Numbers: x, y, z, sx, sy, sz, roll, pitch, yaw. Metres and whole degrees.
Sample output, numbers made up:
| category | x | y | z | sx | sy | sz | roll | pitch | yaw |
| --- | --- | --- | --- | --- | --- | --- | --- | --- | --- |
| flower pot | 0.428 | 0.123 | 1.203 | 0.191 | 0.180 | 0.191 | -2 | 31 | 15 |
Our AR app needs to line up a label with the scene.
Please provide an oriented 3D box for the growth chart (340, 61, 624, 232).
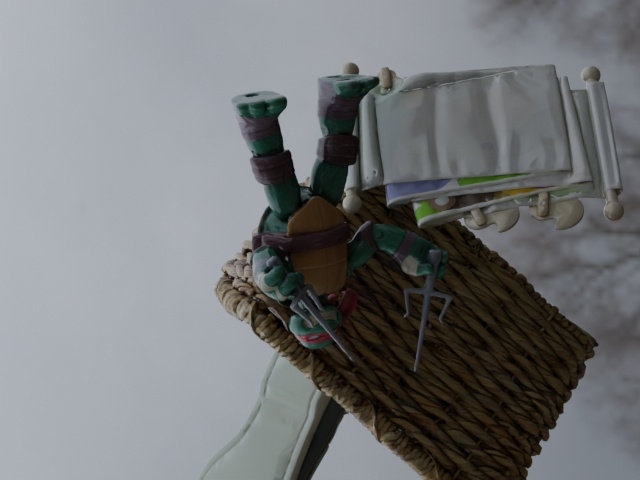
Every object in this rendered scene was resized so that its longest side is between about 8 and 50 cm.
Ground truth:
| category | x | y | z | sx | sy | sz | roll | pitch | yaw |
| --- | --- | --- | --- | --- | --- | --- | --- | --- | --- |
| growth chart | 0.126 | -0.077 | 1.553 | 0.021 | 0.237 | 0.172 | 75 | -162 | -57 |

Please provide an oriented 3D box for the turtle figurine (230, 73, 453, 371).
| category | x | y | z | sx | sy | sz | roll | pitch | yaw |
| --- | --- | --- | --- | --- | --- | --- | --- | --- | --- |
| turtle figurine | 0.000 | 0.000 | 1.426 | 0.175 | 0.118 | 0.234 | -22 | -71 | -45 |

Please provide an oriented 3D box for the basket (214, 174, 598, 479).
| category | x | y | z | sx | sy | sz | roll | pitch | yaw |
| --- | --- | --- | --- | --- | --- | --- | --- | --- | --- |
| basket | 0.044 | 0.106 | 1.661 | 0.299 | 0.213 | 0.223 | 41 | -123 | -11 |

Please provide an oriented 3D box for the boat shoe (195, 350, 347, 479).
| category | x | y | z | sx | sy | sz | roll | pitch | yaw |
| --- | --- | --- | --- | --- | --- | --- | --- | --- | --- |
| boat shoe | -0.034 | 0.221 | 1.920 | 0.099 | 0.116 | 0.319 | 27 | -89 | -47 |
